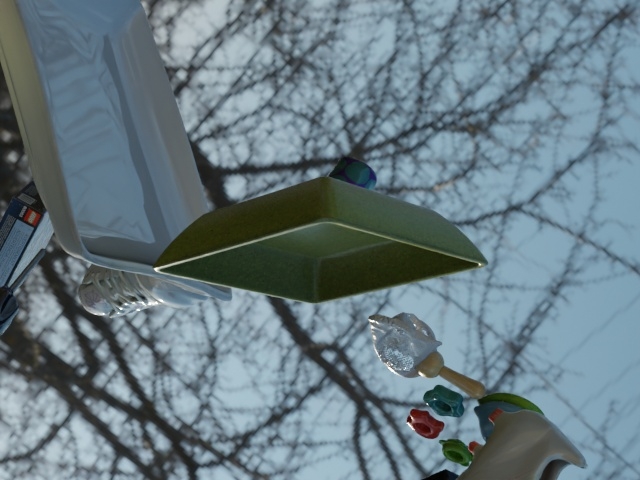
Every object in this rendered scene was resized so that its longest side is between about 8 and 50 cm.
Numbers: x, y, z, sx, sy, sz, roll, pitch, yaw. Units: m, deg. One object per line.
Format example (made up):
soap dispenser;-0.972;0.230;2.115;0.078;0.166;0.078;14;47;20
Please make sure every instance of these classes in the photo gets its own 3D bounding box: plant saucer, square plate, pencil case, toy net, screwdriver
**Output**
plant saucer;0.000;0.000;0.909;0.188;0.188;0.045;-15;-110;41
square plate;-0.200;-0.116;1.082;0.049;0.347;0.344;-21;167;12
pencil case;0.023;-0.046;1.644;0.064;0.070;0.152;-1;-136;37
toy net;0.116;0.137;1.156;0.122;0.232;0.045;-14;-143;45
screwdriver;-0.189;0.030;0.724;0.025;0.024;0.170;-29;-166;2

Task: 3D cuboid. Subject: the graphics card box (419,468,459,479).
graphics card box;0.093;0.472;1.351;0.232;0.094;0.371;-33;-142;39

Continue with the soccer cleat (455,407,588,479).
soccer cleat;0.109;0.209;0.838;0.076;0.068;0.196;35;-90;30

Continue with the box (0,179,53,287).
box;-0.377;-0.004;1.507;0.159;0.044;0.233;-60;-173;13

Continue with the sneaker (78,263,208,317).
sneaker;-0.226;0.056;1.491;0.152;0.114;0.305;-36;-172;-8
